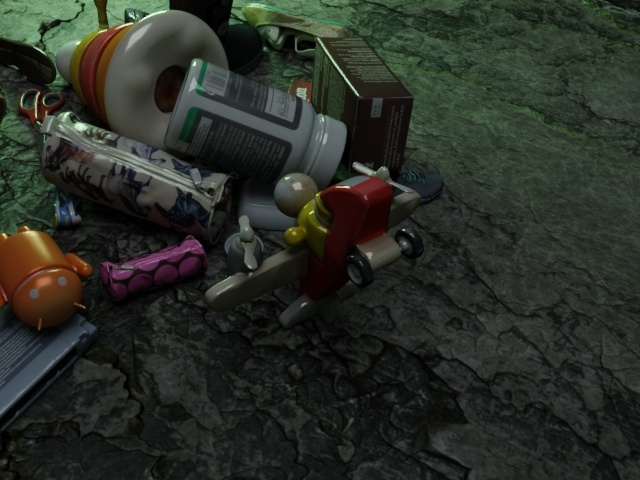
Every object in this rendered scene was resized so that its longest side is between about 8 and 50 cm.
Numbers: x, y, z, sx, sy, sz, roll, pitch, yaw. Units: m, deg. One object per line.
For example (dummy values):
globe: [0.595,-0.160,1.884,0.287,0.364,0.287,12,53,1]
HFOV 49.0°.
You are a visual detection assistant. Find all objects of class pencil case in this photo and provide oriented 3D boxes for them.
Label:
pencil case: [-0.384,-0.135,1.484,0.411,0.183,0.159,21,56,0]
pencil case: [-0.332,0.052,1.410,0.209,0.098,0.095,-21,54,-27]

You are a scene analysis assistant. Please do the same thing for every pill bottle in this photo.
pill bottle: [-0.140,-0.240,1.537,0.361,0.204,0.204,19,45,-16]

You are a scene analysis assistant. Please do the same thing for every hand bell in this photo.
hand bell: [-0.577,-0.591,1.865,0.126,0.242,0.126,5,46,-5]

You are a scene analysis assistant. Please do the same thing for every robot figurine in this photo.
robot figurine: [-0.513,0.068,1.275,0.219,0.128,0.158,46,13,29]

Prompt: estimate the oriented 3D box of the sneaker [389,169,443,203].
sneaker: [0.207,-0.138,1.676,0.224,0.098,0.083,-17,53,-23]

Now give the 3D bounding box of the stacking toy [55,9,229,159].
stacking toy: [-0.493,-0.413,1.716,0.480,0.350,0.351,24,46,33]

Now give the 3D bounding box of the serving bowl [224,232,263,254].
serving bowl: [-0.165,0.022,1.513,0.084,0.027,0.083,5,46,-5]

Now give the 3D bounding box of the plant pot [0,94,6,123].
plant pot: [-0.842,-0.320,1.617,0.180,0.201,0.201,29,48,-4]

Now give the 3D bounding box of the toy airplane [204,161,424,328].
toy airplane: [0.000,0.000,1.332,0.272,0.384,0.386,57,16,10]

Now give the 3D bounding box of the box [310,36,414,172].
box: [0.088,-0.339,1.692,0.143,0.191,0.381,-3,37,-13]

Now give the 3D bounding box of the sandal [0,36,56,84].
sandal: [-0.775,-0.480,1.853,0.220,0.089,0.060,23,26,21]

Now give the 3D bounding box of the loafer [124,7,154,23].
loafer: [-0.477,-0.559,1.950,0.095,0.109,0.302,-8,46,-22]

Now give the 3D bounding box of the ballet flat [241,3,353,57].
ballet flat: [-0.079,-0.606,2.064,0.349,0.123,0.123,15,47,7]

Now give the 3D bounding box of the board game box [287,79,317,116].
board game box: [-0.029,-0.328,1.862,0.145,0.027,0.281,9,47,0]

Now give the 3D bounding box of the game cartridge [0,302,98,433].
game cartridge: [-0.573,0.215,1.250,0.198,0.062,0.297,24,48,19]

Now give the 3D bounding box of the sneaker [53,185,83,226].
sneaker: [-0.551,-0.086,1.535,0.059,0.053,0.144,0,52,-18]

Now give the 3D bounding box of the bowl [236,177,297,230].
bowl: [-0.119,-0.092,1.611,0.142,0.053,0.142,6,48,-3]

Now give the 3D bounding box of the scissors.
scissors: [-0.696,-0.277,1.710,0.109,0.021,0.297,2,48,-11]

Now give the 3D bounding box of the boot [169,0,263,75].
boot: [-0.254,-0.626,1.811,0.146,0.445,0.367,25,49,14]
